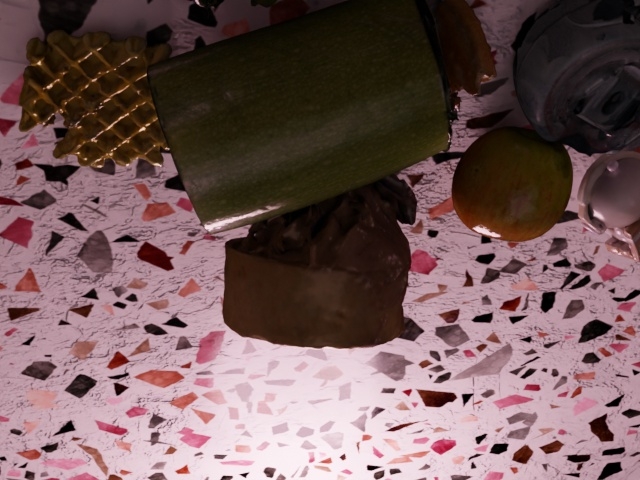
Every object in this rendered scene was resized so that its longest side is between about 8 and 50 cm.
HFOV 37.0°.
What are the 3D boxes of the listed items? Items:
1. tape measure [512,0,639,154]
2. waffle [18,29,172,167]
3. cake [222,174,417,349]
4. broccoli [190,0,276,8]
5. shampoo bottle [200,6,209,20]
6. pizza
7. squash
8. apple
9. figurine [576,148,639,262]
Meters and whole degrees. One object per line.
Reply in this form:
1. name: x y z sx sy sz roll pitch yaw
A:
1. tape measure: 0.431 -0.257 1.445 0.256 0.147 0.275 20 129 -27
2. waffle: -0.328 -0.207 1.453 0.250 0.056 0.261 3 134 -15
3. cake: -0.001 -0.001 1.598 0.332 0.332 0.321 4 99 -13
4. broccoli: -0.108 -0.409 1.099 0.304 0.321 0.283 -30 147 6
5. shampoo bottle: -0.049 -0.389 1.288 0.284 0.071 0.153 -18 136 14
6. pizza: 0.209 -0.259 1.448 0.069 0.154 0.194 -17 162 -17
7. squash: -0.021 -0.183 1.342 0.384 0.263 0.263 -19 137 -1
8. apple: 0.319 -0.097 1.572 0.196 0.196 0.196 -4 137 -4
9. figurine: 0.529 -0.070 1.688 0.162 0.141 0.237 -46 128 -1
